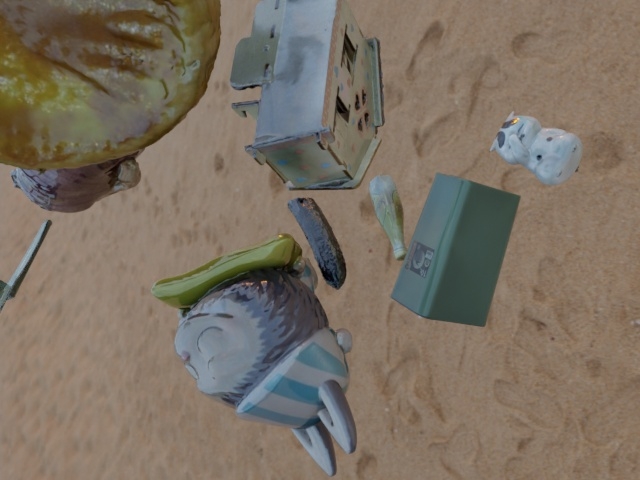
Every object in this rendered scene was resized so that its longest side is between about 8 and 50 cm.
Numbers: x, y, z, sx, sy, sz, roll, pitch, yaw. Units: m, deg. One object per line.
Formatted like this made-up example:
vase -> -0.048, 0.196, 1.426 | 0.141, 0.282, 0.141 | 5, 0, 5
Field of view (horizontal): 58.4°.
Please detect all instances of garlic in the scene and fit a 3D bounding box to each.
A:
garlic -> -0.373, -0.135, 0.937 | 0.245, 0.160, 0.245 | -41, 17, 15

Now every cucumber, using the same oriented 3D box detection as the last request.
cucumber -> 0.001, -0.002, 1.181 | 0.067, 0.067, 0.245 | -59, 45, 35

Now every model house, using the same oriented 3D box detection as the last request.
model house -> -0.004, -0.231, 0.896 | 0.169, 0.244, 0.327 | -2, 72, 25

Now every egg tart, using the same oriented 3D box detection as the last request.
egg tart -> -0.284, -0.219, 0.533 | 0.388, 0.387, 0.169 | -43, 52, 47

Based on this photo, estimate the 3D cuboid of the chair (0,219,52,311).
chair -> -0.603, 0.056, 0.913 | 0.203, 0.190, 0.275 | -17, 50, 25

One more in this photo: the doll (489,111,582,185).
doll -> 0.441, -0.190, 1.174 | 0.180, 0.106, 0.110 | 35, 102, 25

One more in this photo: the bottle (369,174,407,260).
bottle -> 0.204, -0.066, 1.652 | 0.083, 0.083, 0.270 | -47, 45, 45

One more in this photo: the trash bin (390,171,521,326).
trash bin -> 0.339, 0.020, 1.435 | 0.158, 0.222, 0.344 | 29, 106, 61

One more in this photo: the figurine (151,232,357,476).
figurine -> -0.071, 0.210, 0.963 | 0.266, 0.361, 0.378 | -24, 78, 15
